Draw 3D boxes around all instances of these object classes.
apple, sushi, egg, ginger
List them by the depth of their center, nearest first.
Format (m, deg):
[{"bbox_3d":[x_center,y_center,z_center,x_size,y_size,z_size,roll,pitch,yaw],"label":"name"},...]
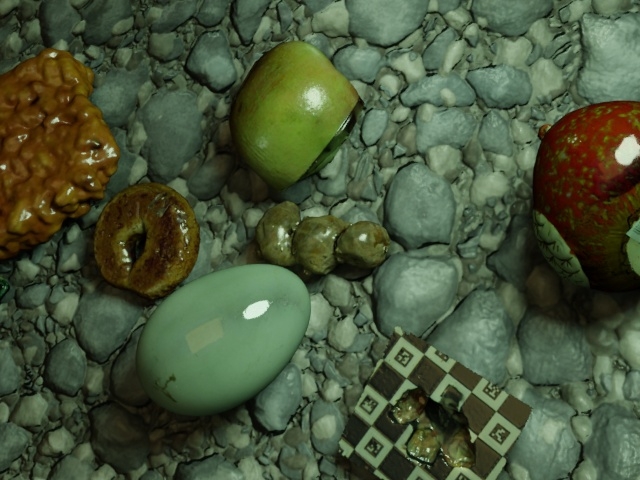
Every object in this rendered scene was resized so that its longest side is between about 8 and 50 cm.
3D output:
[{"bbox_3d":[0.151,0.245,1.195,0.210,0.040,0.193,28,92,22],"label":"sushi"},{"bbox_3d":[-0.132,0.134,1.247,0.264,0.183,0.183,-33,67,1],"label":"egg"},{"bbox_3d":[0.000,0.000,1.296,0.204,0.080,0.104,10,73,24],"label":"ginger"},{"bbox_3d":[-0.044,-0.182,1.324,0.188,0.174,0.207,-42,50,1],"label":"apple"}]

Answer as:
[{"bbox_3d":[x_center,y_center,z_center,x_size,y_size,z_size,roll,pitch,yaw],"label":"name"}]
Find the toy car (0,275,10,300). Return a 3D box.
[{"bbox_3d":[-0.666,0.040,1.508,0.320,0.097,0.141,36,87,24],"label":"toy car"}]

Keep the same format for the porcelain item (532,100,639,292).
[{"bbox_3d":[0.351,-0.071,1.107,0.252,0.253,0.253,-5,73,18],"label":"porcelain item"}]

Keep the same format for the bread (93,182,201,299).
[{"bbox_3d":[-0.269,-0.002,1.403,0.193,0.064,0.193,-4,79,21],"label":"bread"}]

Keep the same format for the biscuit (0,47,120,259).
[{"bbox_3d":[-0.488,-0.141,1.486,0.318,0.110,0.312,-30,64,2],"label":"biscuit"}]
